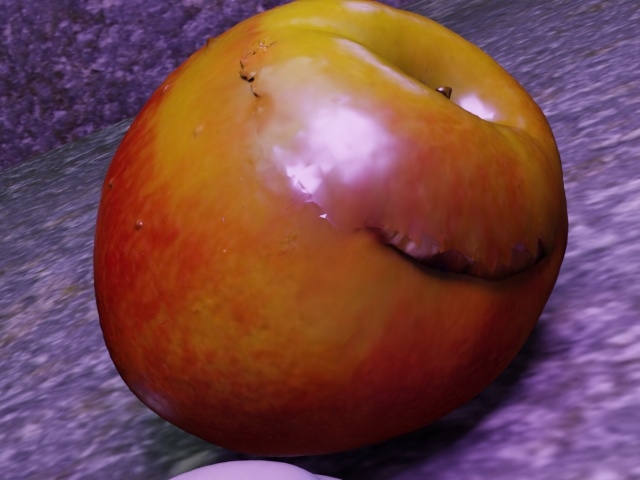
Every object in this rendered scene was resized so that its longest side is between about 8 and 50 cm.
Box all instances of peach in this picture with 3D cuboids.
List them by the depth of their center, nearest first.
[{"bbox_3d":[0.000,0.000,0.688,0.370,0.370,0.370,-21,23,9],"label":"peach"}]

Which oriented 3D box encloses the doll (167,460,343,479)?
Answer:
[{"bbox_3d":[-0.016,0.211,0.358,0.250,0.221,0.221,1,21,-8],"label":"doll"}]
